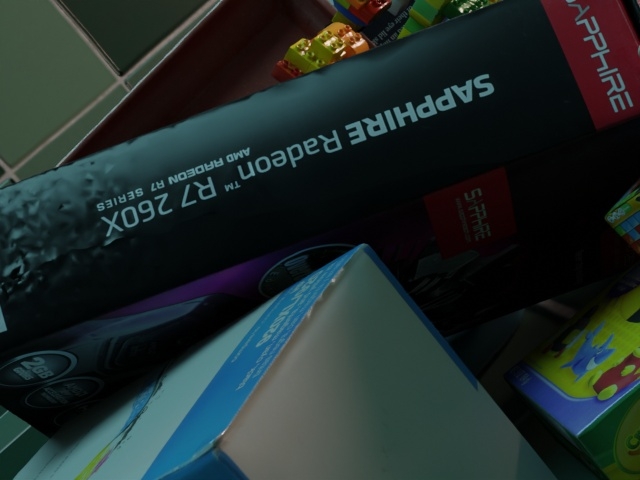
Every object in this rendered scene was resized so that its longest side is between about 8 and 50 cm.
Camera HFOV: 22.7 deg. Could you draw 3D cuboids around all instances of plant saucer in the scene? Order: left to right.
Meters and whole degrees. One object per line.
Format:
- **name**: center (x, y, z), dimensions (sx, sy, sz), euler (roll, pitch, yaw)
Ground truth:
- **plant saucer**: center (-0.031, -0.009, 1.028), dimensions (0.259, 0.258, 0.048), euler (-45, -16, 1)

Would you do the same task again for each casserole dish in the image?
- **casserole dish**: center (0.068, 0.067, 1.050), dimensions (0.114, 0.037, 0.188), euler (-45, 14, -24)

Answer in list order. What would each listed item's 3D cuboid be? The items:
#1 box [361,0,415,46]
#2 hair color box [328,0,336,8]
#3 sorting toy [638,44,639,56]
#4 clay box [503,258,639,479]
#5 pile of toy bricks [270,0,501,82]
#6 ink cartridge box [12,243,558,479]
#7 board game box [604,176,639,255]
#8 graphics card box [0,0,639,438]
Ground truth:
- **box**: center (0.069, -0.079, 1.156), dimensions (0.153, 0.207, 0.108), euler (-43, 8, -17)
- **hair color box**: center (0.077, -0.171, 1.402), dimensions (0.185, 0.110, 0.339), euler (-45, -13, 18)
- **sorting toy**: center (0.200, -0.106, 0.730), dimensions (0.083, 0.045, 0.075), euler (-44, 7, -38)
- **clay box**: center (0.200, 0.023, 0.764), dimensions (0.222, 0.053, 0.127), euler (-41, 12, -2)
- **pile of toy bricks**: center (0.069, -0.140, 0.967), dimensions (0.212, 0.118, 0.105), euler (-44, -11, -50)
- **ink cartridge box**: center (-0.038, 0.150, 0.743), dimensions (0.232, 0.171, 0.168), euler (-32, 13, 36)
- **board game box**: center (0.224, -0.069, 0.727), dimensions (0.170, 0.048, 0.141), euler (-45, 1, -29)
- **graphics card box**: center (0.000, 0.000, 0.860), dimensions (0.371, 0.094, 0.233), euler (-19, -21, 2)
